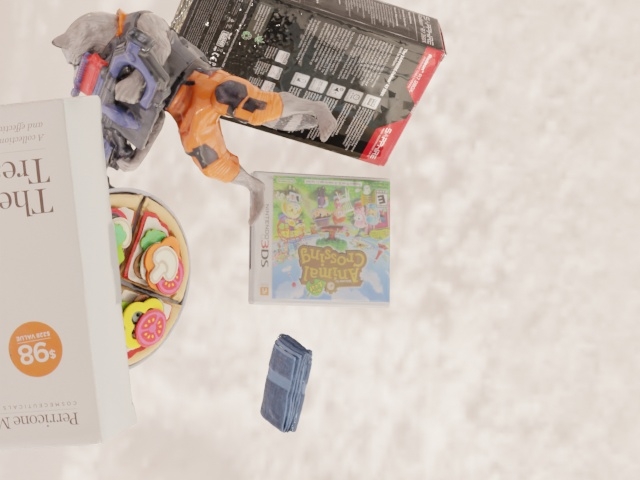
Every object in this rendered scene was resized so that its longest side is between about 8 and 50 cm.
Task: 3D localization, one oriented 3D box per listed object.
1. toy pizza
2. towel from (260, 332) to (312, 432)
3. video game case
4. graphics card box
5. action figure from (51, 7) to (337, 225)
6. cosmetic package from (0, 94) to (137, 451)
[{"bbox_3d":[-0.209,0.045,1.637,0.032,0.201,0.201,14,101,45],"label":"toy pizza"},{"bbox_3d":[-0.047,0.185,2.027,0.067,0.029,0.119,30,117,43],"label":"towel"},{"bbox_3d":[0.000,0.000,2.281,0.023,0.212,0.193,162,110,-71],"label":"video game case"},{"bbox_3d":[-0.035,-0.260,2.255,0.094,0.371,0.233,-94,25,-47],"label":"graphics card box"},{"bbox_3d":[-0.183,-0.161,1.928,0.341,0.330,0.178,-42,18,54],"label":"action figure"},{"bbox_3d":[-0.360,0.038,1.325,0.097,0.377,0.284,-32,-64,-76],"label":"cosmetic package"}]
